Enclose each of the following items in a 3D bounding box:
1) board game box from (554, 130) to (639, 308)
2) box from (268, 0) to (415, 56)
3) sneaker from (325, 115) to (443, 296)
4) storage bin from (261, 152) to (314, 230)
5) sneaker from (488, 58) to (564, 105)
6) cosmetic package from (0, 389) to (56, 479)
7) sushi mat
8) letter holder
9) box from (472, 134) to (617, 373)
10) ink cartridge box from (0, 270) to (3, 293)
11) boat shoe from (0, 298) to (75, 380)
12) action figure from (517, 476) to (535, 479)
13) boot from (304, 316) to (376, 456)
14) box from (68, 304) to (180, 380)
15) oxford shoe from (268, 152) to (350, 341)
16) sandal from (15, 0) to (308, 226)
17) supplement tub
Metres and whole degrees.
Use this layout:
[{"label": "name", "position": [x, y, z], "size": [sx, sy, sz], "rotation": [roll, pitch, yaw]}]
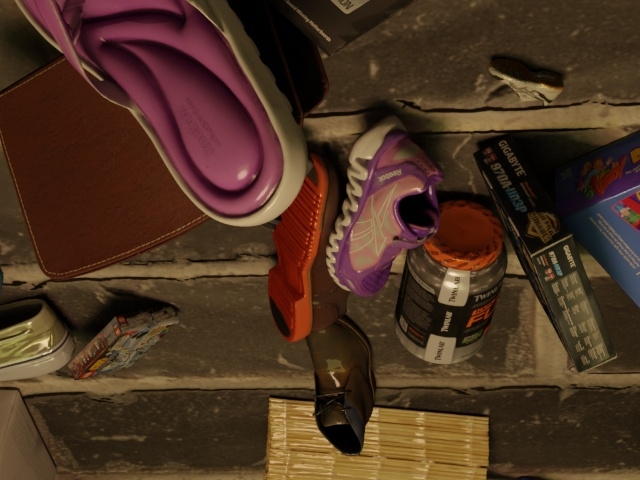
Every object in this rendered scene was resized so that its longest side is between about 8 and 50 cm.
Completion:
[{"label": "board game box", "position": [0.452, 0.002, 1.515], "size": [0.233, 0.078, 0.347], "rotation": [-25, 130, 30]}, {"label": "box", "position": [-0.001, -0.329, 1.180], "size": [0.242, 0.076, 0.307], "rotation": [-28, 130, 32]}, {"label": "sneaker", "position": [0.078, -0.018, 1.483], "size": [0.104, 0.095, 0.236], "rotation": [34, 137, 24]}, {"label": "storage bin", "position": [-0.078, -0.089, 1.467], "size": [0.135, 0.098, 0.091], "rotation": [29, 112, -36]}, {"label": "sneaker", "position": [0.208, -0.159, 1.393], "size": [0.083, 0.032, 0.037], "rotation": [17, 138, -13]}, {"label": "cosmetic package", "position": [-0.491, 0.365, 1.937], "size": [0.138, 0.225, 0.224], "rotation": [1, 139, 9]}, {"label": "sushi mat", "position": [0.079, 0.305, 1.906], "size": [0.316, 0.019, 0.151], "rotation": [5, 101, 0]}, {"label": "letter holder", "position": [-0.146, -0.098, 1.330], "size": [0.302, 0.214, 0.152], "rotation": [-24, 169, 30]}, {"label": "box", "position": [0.247, 0.016, 1.483], "size": [0.051, 0.175, 0.220], "rotation": [-26, 133, 4]}, {"label": "ink cartridge box", "position": [-0.503, 0.036, 1.593], "size": [0.171, 0.168, 0.233], "rotation": [-2, 139, 8]}, {"label": "boat shoe", "position": [-0.475, 0.140, 1.782], "size": [0.302, 0.109, 0.094], "rotation": [-14, 123, 7]}, {"label": "action figure", "position": [0.224, 0.406, 1.985], "size": [0.280, 0.091, 0.139], "rotation": [13, 103, -7]}, {"label": "boot", "position": [0.027, 0.188, 1.764], "size": [0.082, 0.106, 0.219], "rotation": [-9, 138, 16]}, {"label": "box", "position": [-0.256, 0.133, 1.754], "size": [0.094, 0.027, 0.137], "rotation": [-11, 157, -45]}, {"label": "oxford shoe", "position": [0.000, 0.000, 1.582], "size": [0.098, 0.097, 0.271], "rotation": [-16, 140, -24]}, {"label": "sandal", "position": [-0.166, -0.187, 1.180], "size": [0.416, 0.102, 0.169], "rotation": [46, 114, 15]}, {"label": "supplement tub", "position": [0.153, 0.048, 1.578], "size": [0.117, 0.117, 0.190], "rotation": [6, 140, -1]}]
